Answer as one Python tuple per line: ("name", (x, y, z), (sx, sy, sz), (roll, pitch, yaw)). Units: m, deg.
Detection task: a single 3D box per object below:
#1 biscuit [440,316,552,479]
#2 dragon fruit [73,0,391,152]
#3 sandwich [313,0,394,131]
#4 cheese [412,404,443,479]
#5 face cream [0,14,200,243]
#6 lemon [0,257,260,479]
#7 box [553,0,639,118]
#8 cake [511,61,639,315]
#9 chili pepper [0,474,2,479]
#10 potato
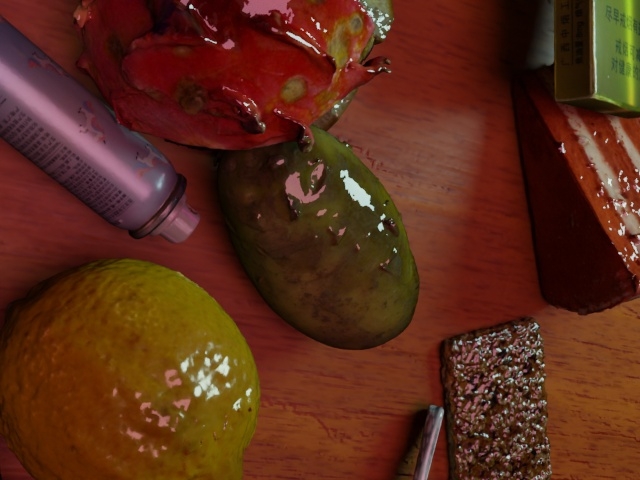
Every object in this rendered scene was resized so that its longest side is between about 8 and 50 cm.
("biscuit", (0.195, 0.205, 0.966), (0.131, 0.025, 0.230), (-12, 102, -23))
("dragon fruit", (-0.090, -0.151, 0.661), (0.274, 0.126, 0.161), (24, 85, 5))
("sandwich", (-0.005, -0.174, 0.783), (0.090, 0.088, 0.244), (30, 83, -29))
("cheese", (0.089, 0.280, 0.891), (0.050, 0.127, 0.235), (12, 79, 12))
("face cream", (-0.193, -0.078, 0.716), (0.229, 0.075, 0.075), (42, 79, -25))
("lemon", (-0.150, 0.114, 0.696), (0.231, 0.192, 0.192), (37, 79, 8))
("box", (0.275, -0.279, 0.846), (0.173, 0.043, 0.311), (-2, 91, -50))
("cake", (0.297, -0.051, 0.967), (0.158, 0.159, 0.262), (-16, 69, -22))
("chili pepper", (-0.330, 0.168, 0.615), (0.213, 0.167, 0.384), (-29, 122, -21))
("potato", (0.000, 0.000, 0.787), (0.149, 0.113, 0.251), (-27, 124, 17))
